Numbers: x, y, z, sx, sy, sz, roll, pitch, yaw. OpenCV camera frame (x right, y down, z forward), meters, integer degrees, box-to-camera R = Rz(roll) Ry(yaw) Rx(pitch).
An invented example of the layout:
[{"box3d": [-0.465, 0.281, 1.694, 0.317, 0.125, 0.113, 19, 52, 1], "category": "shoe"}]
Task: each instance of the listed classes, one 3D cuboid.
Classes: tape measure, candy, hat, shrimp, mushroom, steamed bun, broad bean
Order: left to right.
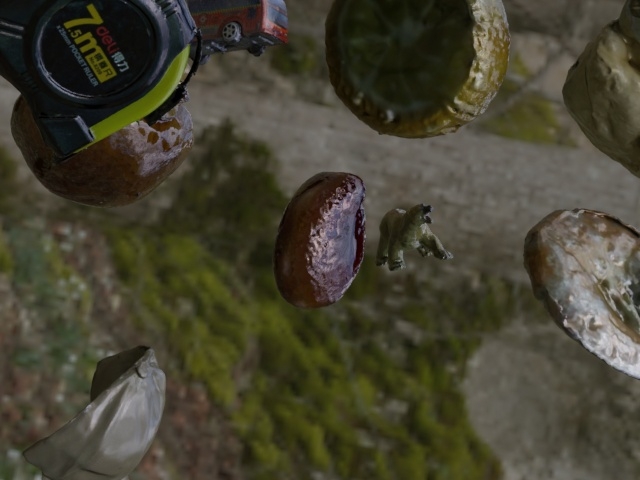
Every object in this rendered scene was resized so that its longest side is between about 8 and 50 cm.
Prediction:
[{"box3d": [-0.202, -0.185, 1.479, 0.199, 0.186, 0.112, 60, 8, -35], "category": "tape measure"}, {"box3d": [-0.290, -0.159, 2.276, 0.283, 0.263, 0.195, -49, -141, 35], "category": "mushroom"}, {"box3d": [-0.182, 0.208, 1.566, 0.144, 0.173, 0.166, -22, -161, 31], "category": "hat"}, {"box3d": [0.000, 0.000, 1.941, 0.084, 0.114, 0.165, 180, -83, -72], "category": "broad bean"}, {"box3d": [0.126, -0.261, 2.186, 0.118, 0.260, 0.259, 1, 104, -58], "category": "candy"}, {"box3d": [0.447, 0.120, 2.137, 0.110, 0.446, 0.221, -51, -175, 45], "category": "shrimp"}, {"box3d": [0.519, -0.224, 2.331, 0.372, 0.325, 0.230, -47, -133, 27], "category": "steamed bun"}]

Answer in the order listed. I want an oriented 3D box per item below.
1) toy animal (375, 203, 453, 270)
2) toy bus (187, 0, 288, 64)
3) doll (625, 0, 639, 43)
[{"box3d": [0.143, -0.011, 2.691, 0.219, 0.103, 0.101, -158, -124, -82], "category": "toy animal"}, {"box3d": [-0.130, -0.269, 2.080, 0.192, 0.065, 0.077, -4, -103, 33], "category": "toy bus"}, {"box3d": [0.347, -0.276, 1.685, 0.215, 0.161, 0.256, 16, -53, 69], "category": "doll"}]
